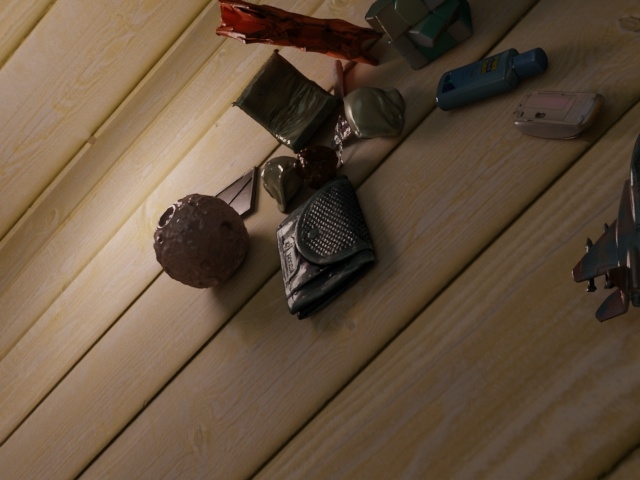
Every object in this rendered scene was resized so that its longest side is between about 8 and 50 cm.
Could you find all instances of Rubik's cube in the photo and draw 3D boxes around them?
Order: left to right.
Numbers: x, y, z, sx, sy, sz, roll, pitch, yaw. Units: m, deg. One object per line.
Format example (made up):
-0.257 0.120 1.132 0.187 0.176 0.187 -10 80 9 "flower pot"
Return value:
0.238 -0.570 1.945 0.224 0.213 0.265 -29 42 31 "Rubik's cube"

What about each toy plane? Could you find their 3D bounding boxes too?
0.496 -0.030 1.195 0.222 0.104 0.327 -17 42 42 "toy plane"

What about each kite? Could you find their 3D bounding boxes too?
0.052 -0.259 2.027 0.139 0.011 0.157 139 134 -59 "kite"

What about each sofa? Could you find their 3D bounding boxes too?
-0.096 -0.380 2.161 0.210 0.225 0.176 -49 15 4 "sofa"

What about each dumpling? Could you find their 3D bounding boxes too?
-0.100 -0.146 2.061 0.111 0.155 0.181 6 19 21 "dumpling"
0.137 -0.318 1.937 0.151 0.124 0.229 -10 45 -2 "dumpling"

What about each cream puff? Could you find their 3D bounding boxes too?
-0.006 -0.183 1.988 0.116 0.094 0.122 -29 43 -19 "cream puff"

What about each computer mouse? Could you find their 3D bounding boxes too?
0.457 -0.244 1.504 0.199 0.044 0.102 19 75 56 "computer mouse"

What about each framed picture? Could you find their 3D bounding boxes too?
-0.287 -0.094 2.329 0.265 0.018 0.192 -32 37 30 "framed picture"

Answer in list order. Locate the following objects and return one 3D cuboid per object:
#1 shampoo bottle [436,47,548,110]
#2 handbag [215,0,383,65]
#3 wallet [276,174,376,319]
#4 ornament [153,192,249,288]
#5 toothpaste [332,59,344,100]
0.372 -0.359 1.710 0.258 0.061 0.104 -11 51 46 "shampoo bottle"
-0.067 -0.580 2.164 0.303 0.409 0.116 35 118 57 "handbag"
0.000 0.000 1.825 0.237 0.075 0.342 -37 35 18 "wallet"
-0.326 -0.004 2.094 0.259 0.225 0.260 -31 38 29 "ornament"
0.052 -0.451 2.239 0.048 0.031 0.191 -44 34 37 "toothpaste"
